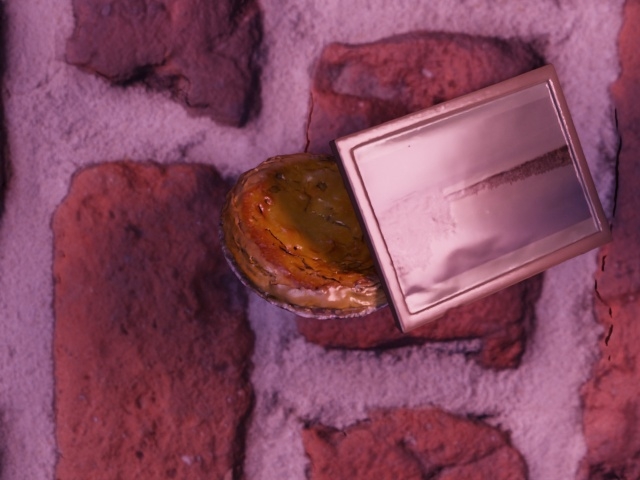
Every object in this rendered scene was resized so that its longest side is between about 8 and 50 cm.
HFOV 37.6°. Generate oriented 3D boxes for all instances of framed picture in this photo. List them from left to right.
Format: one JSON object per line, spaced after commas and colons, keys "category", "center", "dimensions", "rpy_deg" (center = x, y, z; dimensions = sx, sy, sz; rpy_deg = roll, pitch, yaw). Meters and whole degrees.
{"category": "framed picture", "center": [0.170, -0.051, 1.007], "dimensions": [0.289, 0.016, 0.213], "rpy_deg": [-21, 93, -23]}

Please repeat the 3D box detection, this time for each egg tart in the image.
{"category": "egg tart", "center": [0.000, 0.000, 1.041], "dimensions": [0.234, 0.234, 0.094], "rpy_deg": [22, 137, 7]}
